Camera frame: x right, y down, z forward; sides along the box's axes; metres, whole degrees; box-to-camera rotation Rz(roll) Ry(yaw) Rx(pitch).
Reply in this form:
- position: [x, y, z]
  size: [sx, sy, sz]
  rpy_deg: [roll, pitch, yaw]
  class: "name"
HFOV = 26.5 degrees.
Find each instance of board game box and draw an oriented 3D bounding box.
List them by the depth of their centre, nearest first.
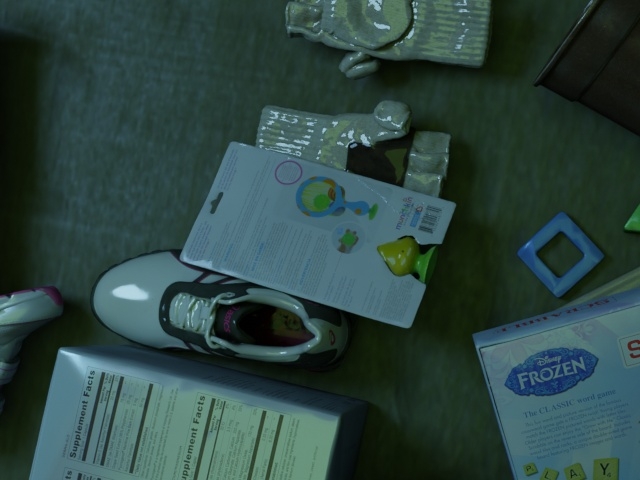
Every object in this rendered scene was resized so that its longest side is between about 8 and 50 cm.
- position: [0.331, 0.195, 1.223]
  size: [0.318, 0.066, 0.318]
  rpy_deg: [-15, 96, 3]
  class: "board game box"

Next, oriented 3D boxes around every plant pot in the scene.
- position: [0.312, -0.168, 1.255]
  size: [0.165, 0.167, 0.167]
  rpy_deg: [34, 92, 3]
  class: "plant pot"

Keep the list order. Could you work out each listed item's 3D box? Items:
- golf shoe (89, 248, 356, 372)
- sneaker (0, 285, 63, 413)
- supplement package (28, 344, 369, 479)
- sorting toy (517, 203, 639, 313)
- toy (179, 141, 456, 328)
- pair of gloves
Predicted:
- position: [-0.103, 0.064, 1.321]
  size: [0.272, 0.120, 0.105]
  rpy_deg: [7, 89, 11]
  class: "golf shoe"
- position: [-0.352, 0.138, 1.372]
  size: [0.252, 0.103, 0.111]
  rpy_deg: [-36, 86, 11]
  class: "sneaker"
- position: [-0.112, 0.221, 1.268]
  size: [0.262, 0.199, 0.198]
  rpy_deg: [12, 89, 10]
  class: "supplement package"
- position: [0.322, 0.118, 1.282]
  size: [0.196, 0.047, 0.348]
  rpy_deg: [-28, 82, 6]
  class: "sorting toy"
- position: [0.000, 0.000, 1.315]
  size: [0.237, 0.056, 0.137]
  rpy_deg: [15, 68, 18]
  class: "toy"
- position: [0.048, -0.151, 1.324]
  size: [0.204, 0.042, 0.240]
  rpy_deg: [18, 102, 11]
  class: "pair of gloves"
